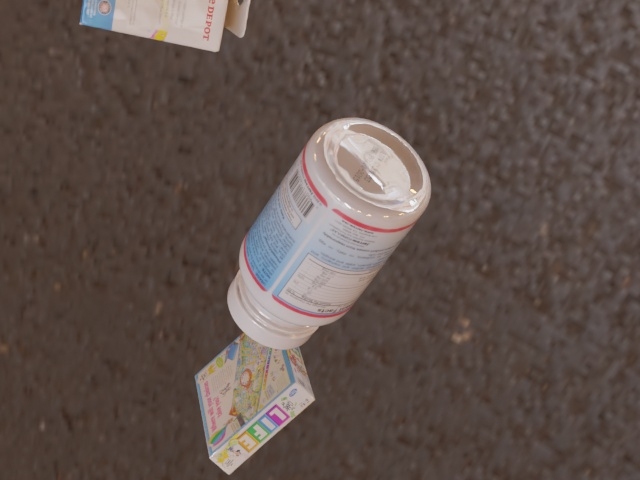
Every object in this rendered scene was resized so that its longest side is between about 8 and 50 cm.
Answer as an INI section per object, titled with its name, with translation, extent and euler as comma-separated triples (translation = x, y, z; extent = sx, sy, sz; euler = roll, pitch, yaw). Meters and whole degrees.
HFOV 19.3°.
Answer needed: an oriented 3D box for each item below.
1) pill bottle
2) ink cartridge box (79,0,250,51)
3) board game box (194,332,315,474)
[pill bottle]
translation = 0.000, 0.000, 1.236
extent = 0.087, 0.160, 0.087
euler = 18, 45, -19
[ink cartridge box]
translation = -0.129, -0.233, 1.650
extent = 0.143, 0.092, 0.090
euler = 12, 34, -3
[board game box]
translation = -0.061, 0.132, 1.688
extent = 0.103, 0.154, 0.026
euler = -41, 114, 10
